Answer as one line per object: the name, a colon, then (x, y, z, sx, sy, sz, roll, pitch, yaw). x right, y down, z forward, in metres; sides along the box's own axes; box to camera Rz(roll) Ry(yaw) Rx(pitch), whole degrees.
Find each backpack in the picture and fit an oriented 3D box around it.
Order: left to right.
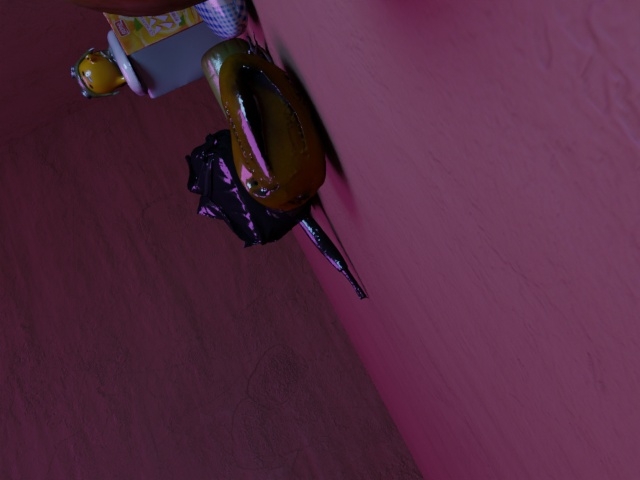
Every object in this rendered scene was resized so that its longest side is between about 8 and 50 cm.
backpack: (-0.260, -0.165, 1.659, 0.445, 0.254, 0.364, 18, 137, 60)

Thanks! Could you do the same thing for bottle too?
bottle: (-0.142, -0.272, 1.114, 0.260, 0.112, 0.112, 64, 175, -5)

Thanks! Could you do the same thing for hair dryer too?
hair dryer: (0.000, 0.000, 1.303, 0.360, 0.120, 0.303, 54, -178, 8)

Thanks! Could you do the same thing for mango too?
mango: (-0.081, -0.168, 0.837, 0.249, 0.155, 0.151, 62, -149, -3)

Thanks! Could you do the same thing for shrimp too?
shrimp: (-0.111, -0.291, 0.971, 0.190, 0.074, 0.073, 93, -177, -61)

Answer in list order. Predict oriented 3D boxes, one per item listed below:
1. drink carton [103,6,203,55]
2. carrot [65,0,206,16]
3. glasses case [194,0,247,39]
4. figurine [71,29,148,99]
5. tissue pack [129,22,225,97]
drink carton: (-0.265, -0.420, 0.965, 0.096, 0.222, 0.071, 67, 175, -31)
carrot: (-0.102, -0.248, 0.209, 0.224, 0.224, 0.341, 62, 172, 7)
glasses case: (-0.205, -0.475, 0.845, 0.125, 0.076, 0.328, 28, 146, 59)
figurine: (-0.523, -0.411, 1.334, 0.167, 0.141, 0.250, 67, 173, -28)
tissue pack: (-0.347, -0.487, 1.342, 0.159, 0.245, 0.136, 59, 173, 45)
